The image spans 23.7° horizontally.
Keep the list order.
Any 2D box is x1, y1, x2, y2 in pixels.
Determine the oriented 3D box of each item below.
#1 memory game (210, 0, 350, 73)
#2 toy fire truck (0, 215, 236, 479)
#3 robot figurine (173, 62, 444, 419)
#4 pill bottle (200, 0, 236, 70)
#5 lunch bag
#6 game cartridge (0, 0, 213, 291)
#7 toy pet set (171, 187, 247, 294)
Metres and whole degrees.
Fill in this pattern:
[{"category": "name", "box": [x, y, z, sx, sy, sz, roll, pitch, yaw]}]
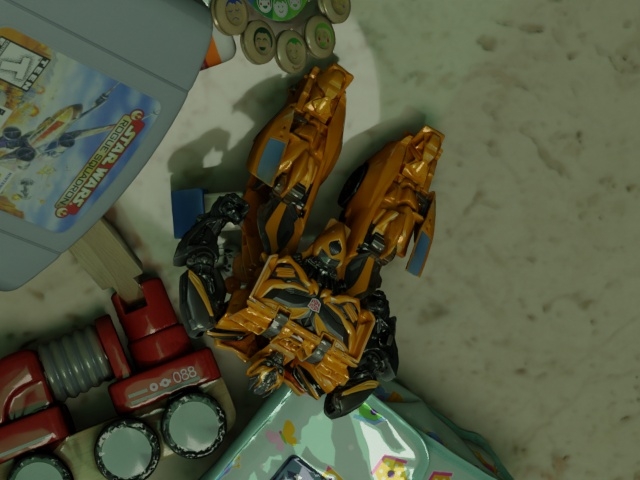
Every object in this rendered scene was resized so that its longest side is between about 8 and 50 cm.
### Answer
[{"category": "memory game", "box": [-0.035, -0.228, 1.248, 0.186, 0.012, 0.186, 6, 81, -48]}, {"category": "toy fire truck", "box": [-0.210, 0.097, 1.330, 0.217, 0.158, 0.246, -21, 87, -6]}, {"category": "robot figurine", "box": [0.000, 0.000, 1.257, 0.211, 0.291, 0.085, 31, 143, -15]}, {"category": "pill bottle", "box": [-0.190, -0.172, 1.252, 0.221, 0.121, 0.121, -19, 107, -1]}, {"category": "lunch bag", "box": [0.021, 0.230, 1.347, 0.262, 0.160, 0.223, 35, 99, -35]}, {"category": "game cartridge", "box": [-0.223, -0.093, 1.167, 0.198, 0.062, 0.297, 26, 112, -37]}, {"category": "toy pet set", "box": [-0.094, 0.011, 1.323, 0.065, 0.122, 0.114, -5, 91, 0]}]
